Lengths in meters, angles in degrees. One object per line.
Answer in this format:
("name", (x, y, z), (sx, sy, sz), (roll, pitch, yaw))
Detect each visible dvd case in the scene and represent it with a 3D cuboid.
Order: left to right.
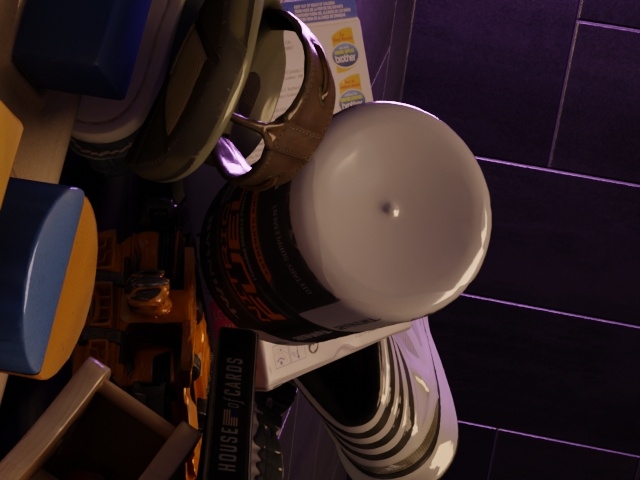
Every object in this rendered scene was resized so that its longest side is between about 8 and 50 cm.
("dvd case", (-0.066, 0.198, 0.888), (0.179, 0.030, 0.238), (-92, -169, -61))

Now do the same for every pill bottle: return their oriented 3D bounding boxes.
("pill bottle", (0.000, 0.000, 0.959), (0.246, 0.130, 0.130), (156, -52, -67))

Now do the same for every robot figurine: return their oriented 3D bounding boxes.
("robot figurine", (-0.119, 0.103, 1.025), (0.291, 0.085, 0.211), (90, -2, -57))

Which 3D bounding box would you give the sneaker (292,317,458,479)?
("sneaker", (0.020, 0.012, 1.499), (0.257, 0.169, 0.447), (61, 11, -57))

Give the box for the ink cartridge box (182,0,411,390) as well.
("ink cartridge box", (-0.026, -0.058, 1.154), (0.186, 0.065, 0.311), (-17, 102, -49))

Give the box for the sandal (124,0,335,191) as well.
("sandal", (-0.032, -0.080, 0.813), (0.120, 0.086, 0.303), (-63, 178, 6))

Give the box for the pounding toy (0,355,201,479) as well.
("pounding toy", (-0.115, 0.172, 0.802), (0.154, 0.155, 0.269), (-56, 177, 11))

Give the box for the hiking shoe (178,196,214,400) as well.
("hiking shoe", (-0.083, 0.079, 1.232), (0.086, 0.114, 0.226), (-64, 163, -69))

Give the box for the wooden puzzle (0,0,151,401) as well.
("wooden puzzle", (-0.145, -0.074, 0.658), (0.348, 0.081, 0.322), (76, 26, -74))

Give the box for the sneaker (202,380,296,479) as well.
("sneaker", (-0.097, 0.174, 1.447), (0.110, 0.107, 0.275), (-44, -157, 35))

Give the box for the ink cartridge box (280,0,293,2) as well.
("ink cartridge box", (-0.033, -0.207, 1.397), (0.324, 0.071, 0.330), (-68, 166, -48))

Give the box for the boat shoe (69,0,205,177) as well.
("boat shoe", (-0.091, -0.158, 0.907), (0.079, 0.095, 0.254), (78, 24, -68))
